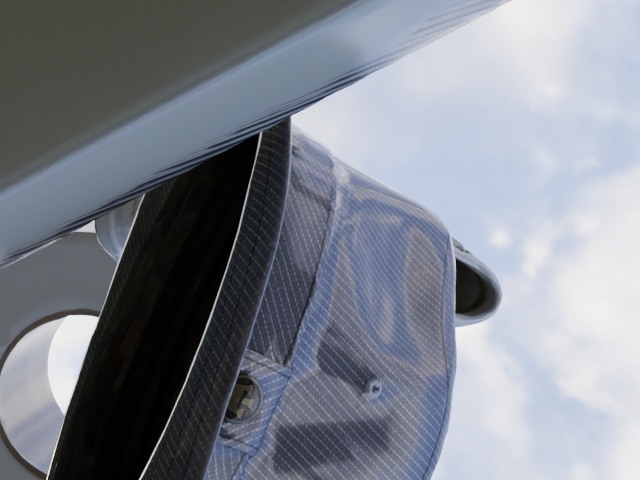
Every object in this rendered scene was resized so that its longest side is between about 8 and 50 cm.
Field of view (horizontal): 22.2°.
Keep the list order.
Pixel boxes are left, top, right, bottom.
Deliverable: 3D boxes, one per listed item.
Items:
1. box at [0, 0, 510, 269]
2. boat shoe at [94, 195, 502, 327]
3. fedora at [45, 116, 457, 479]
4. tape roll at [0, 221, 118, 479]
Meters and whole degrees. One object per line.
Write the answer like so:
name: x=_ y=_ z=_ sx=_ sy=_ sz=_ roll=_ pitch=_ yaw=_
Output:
box: x=-0.064 y=-0.080 z=0.537 sx=0.275 sy=0.094 sz=0.113 roll=-25 pitch=-98 yaw=16
boat shoe: x=0.000 y=0.000 z=0.963 sx=0.096 sy=0.277 sz=0.098 roll=15 pitch=-88 yaw=50
fedora: x=-0.022 y=0.055 z=0.689 sx=0.244 sy=0.124 sz=0.275 roll=-22 pitch=-131 yaw=68
tape roll: x=-0.170 y=0.109 z=1.258 sx=0.246 sy=0.169 sz=0.246 roll=0 pitch=-86 yaw=4
